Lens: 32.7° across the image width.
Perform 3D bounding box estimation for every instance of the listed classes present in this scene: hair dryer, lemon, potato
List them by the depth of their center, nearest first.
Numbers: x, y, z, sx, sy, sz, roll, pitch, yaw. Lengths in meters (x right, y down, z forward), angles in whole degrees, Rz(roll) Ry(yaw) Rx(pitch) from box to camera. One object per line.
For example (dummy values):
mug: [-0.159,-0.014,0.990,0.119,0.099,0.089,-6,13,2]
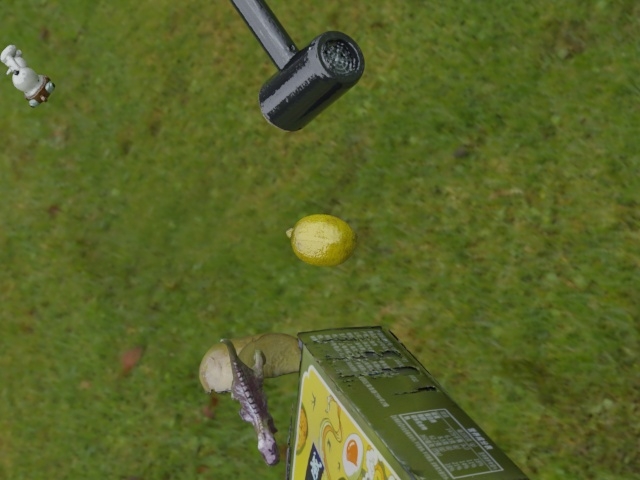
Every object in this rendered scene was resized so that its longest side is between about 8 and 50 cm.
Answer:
hair dryer: [-0.061,-0.249,1.187,0.070,0.255,0.128,-39,6,-37]
lemon: [0.000,0.000,1.673,0.110,0.082,0.082,5,69,9]
potato: [-0.147,0.238,2.147,0.138,0.243,0.098,-13,85,38]

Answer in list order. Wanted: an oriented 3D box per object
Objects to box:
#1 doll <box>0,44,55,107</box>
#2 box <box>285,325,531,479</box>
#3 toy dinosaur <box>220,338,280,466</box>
doll: [-0.357,-0.198,1.322,0.040,0.058,0.085,-44,40,0]
box: [0.085,0.355,1.328,0.420,0.138,0.373,-134,43,-61]
toy dinosaur: [-0.118,0.241,1.828,0.200,0.072,0.251,-116,18,-73]
